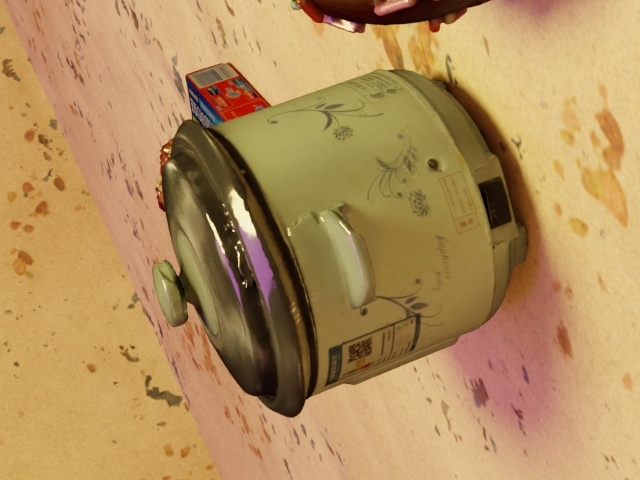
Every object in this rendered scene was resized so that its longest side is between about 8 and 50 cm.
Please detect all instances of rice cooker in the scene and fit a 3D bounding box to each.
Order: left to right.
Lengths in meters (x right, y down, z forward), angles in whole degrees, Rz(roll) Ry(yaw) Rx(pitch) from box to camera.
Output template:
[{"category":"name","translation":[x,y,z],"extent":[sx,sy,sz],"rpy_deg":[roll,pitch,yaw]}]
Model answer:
[{"category":"rice cooker","translation":[0.000,0.000,1.181],"extent":[0.316,0.316,0.264],"rpy_deg":[21,129,67]}]

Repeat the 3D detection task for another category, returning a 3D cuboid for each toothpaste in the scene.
[{"category":"toothpaste","translation":[-0.070,-0.107,1.643],"extent":[0.320,0.066,0.076],"rpy_deg":[50,154,48]}]

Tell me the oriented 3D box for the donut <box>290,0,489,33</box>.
[{"category":"donut","translation":[0.007,-0.277,0.951],"extent":[0.345,0.136,0.259],"rpy_deg":[41,142,15]}]

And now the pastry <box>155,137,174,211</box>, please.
[{"category":"pastry","translation":[-0.136,-0.053,1.733],"extent":[0.115,0.097,0.208],"rpy_deg":[24,176,27]}]
